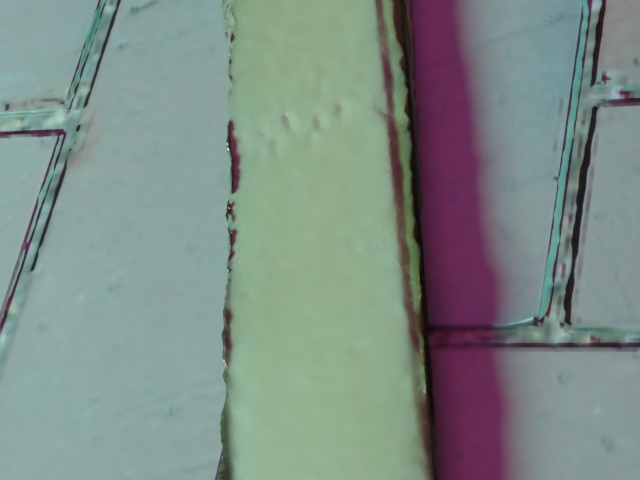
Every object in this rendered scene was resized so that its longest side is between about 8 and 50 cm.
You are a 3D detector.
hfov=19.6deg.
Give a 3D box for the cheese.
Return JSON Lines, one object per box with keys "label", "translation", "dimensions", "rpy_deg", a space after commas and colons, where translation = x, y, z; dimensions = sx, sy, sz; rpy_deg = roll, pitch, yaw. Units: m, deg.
{"label": "cheese", "translation": [0.002, 0.001, 0.699], "dimensions": [0.085, 0.034, 0.400], "rpy_deg": [-9, 52, 9]}
